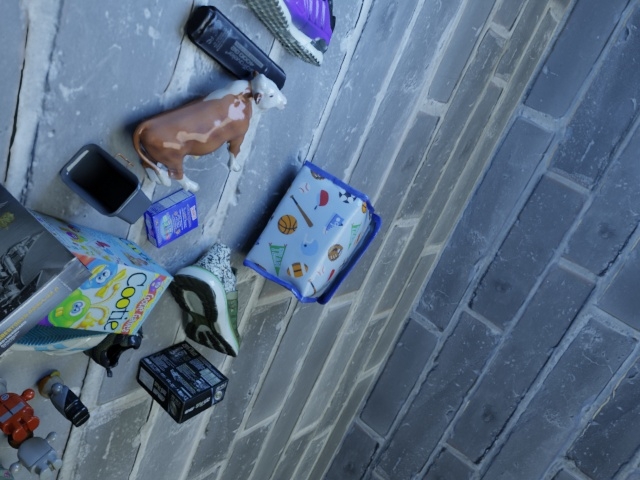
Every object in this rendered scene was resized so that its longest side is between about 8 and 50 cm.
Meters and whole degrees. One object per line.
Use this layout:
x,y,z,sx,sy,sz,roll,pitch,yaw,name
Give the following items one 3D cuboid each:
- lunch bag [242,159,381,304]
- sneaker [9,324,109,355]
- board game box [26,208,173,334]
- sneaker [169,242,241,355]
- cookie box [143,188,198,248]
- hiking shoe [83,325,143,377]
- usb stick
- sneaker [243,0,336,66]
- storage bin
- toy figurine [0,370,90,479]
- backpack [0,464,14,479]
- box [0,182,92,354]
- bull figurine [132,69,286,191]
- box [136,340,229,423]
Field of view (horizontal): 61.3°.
0.000,0.000,1.522,0.328,0.239,0.385,-56,169,-1,lunch bag
-0.515,0.182,1.028,0.092,0.087,0.228,-42,150,26,sneaker
-0.430,0.065,0.971,0.142,0.144,0.275,-56,152,2,board game box
-0.252,0.160,1.397,0.410,0.158,0.182,94,22,-53,sneaker
-0.316,-0.048,1.147,0.107,0.040,0.092,-34,146,-35,cookie box
-0.409,0.178,1.164,0.227,0.114,0.086,-57,154,2,hiking shoe
-0.155,-0.359,1.060,0.077,0.045,0.278,-51,154,8,usb stick
-0.047,-0.476,1.061,0.146,0.102,0.293,-61,158,1,sneaker
-0.359,-0.094,0.940,0.098,0.135,0.091,-51,164,-10,storage bin
-0.593,0.369,1.059,0.213,0.148,0.209,-61,159,6,toy figurine
-0.703,0.534,1.082,0.182,0.115,0.152,-22,149,-49,backpack
-0.472,0.037,0.775,0.183,0.231,0.056,-45,155,-18,box
-0.211,-0.211,1.049,0.310,0.101,0.188,-24,143,-25,bull figurine
-0.353,0.357,1.383,0.147,0.180,0.078,-19,134,-51,box
